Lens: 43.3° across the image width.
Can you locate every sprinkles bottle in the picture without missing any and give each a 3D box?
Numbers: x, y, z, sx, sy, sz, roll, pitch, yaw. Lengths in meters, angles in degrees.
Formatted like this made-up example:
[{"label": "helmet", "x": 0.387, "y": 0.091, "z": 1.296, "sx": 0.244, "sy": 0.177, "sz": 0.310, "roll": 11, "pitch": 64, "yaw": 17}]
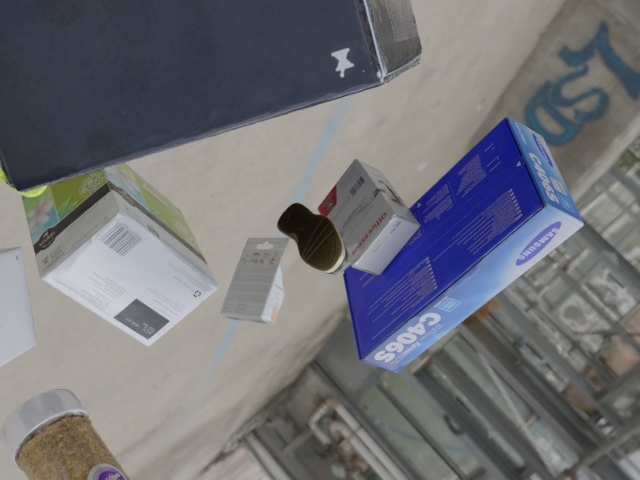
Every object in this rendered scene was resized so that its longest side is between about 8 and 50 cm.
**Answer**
[{"label": "sprinkles bottle", "x": -0.309, "y": 0.372, "z": 1.118, "sx": 0.121, "sy": 0.355, "sz": 0.121, "roll": -34, "pitch": 153, "yaw": -20}]

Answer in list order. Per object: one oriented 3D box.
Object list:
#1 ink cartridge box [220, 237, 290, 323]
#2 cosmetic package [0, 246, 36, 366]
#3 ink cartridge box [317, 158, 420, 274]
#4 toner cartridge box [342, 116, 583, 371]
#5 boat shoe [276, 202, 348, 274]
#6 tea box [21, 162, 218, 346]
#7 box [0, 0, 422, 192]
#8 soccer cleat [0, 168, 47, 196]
[{"label": "ink cartridge box", "x": -0.126, "y": 0.082, "z": 1.681, "sx": 0.045, "sy": 0.145, "sz": 0.179, "roll": 35, "pitch": 67, "yaw": -37}, {"label": "cosmetic package", "x": -0.493, "y": 0.099, "z": 0.940, "sx": 0.225, "sy": 0.138, "sz": 0.224, "roll": -4, "pitch": -172, "yaw": 7}, {"label": "ink cartridge box", "x": 0.066, "y": -0.033, "z": 1.128, "sx": 0.056, "sy": 0.135, "sz": 0.099, "roll": 20, "pitch": 118, "yaw": -39}, {"label": "toner cartridge box", "x": 0.172, "y": 0.014, "z": 1.077, "sx": 0.075, "sy": 0.165, "sz": 0.348, "roll": 21, "pitch": 130, "yaw": -31}, {"label": "boat shoe", "x": 0.000, "y": 0.000, "z": 0.924, "sx": 0.049, "sy": 0.152, "sz": 0.056, "roll": 35, "pitch": 97, "yaw": -32}, {"label": "tea box", "x": -0.445, "y": 0.000, "z": 1.776, "sx": 0.220, "sy": 0.323, "sz": 0.329, "roll": -40, "pitch": 135, "yaw": 5}, {"label": "box", "x": -0.142, "y": -0.298, "z": 1.089, "sx": 0.480, "sy": 0.297, "sz": 0.472, "roll": -14, "pitch": -167, "yaw": 15}, {"label": "soccer cleat", "x": -0.538, "y": -0.203, "z": 1.331, "sx": 0.093, "sy": 0.289, "sz": 0.121, "roll": -34, "pitch": -170, "yaw": -3}]
